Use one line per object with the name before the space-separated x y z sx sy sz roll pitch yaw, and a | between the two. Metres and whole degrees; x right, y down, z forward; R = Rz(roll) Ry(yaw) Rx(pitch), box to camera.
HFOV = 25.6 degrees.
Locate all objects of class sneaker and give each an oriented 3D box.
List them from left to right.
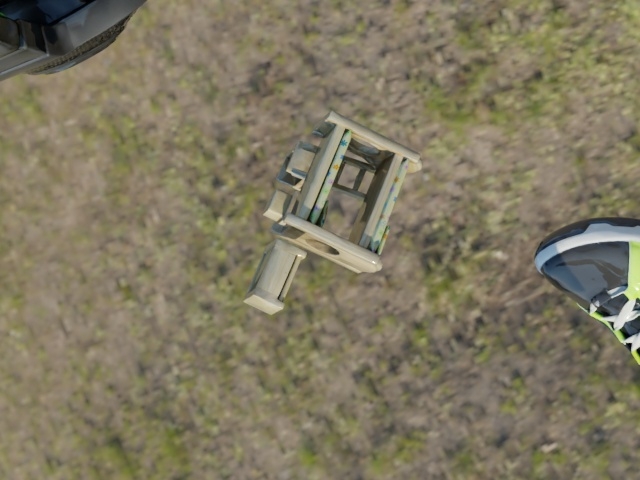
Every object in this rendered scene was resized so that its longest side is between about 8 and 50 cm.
sneaker | 0.252 0.067 0.969 0.234 0.097 0.084 26 146 -9

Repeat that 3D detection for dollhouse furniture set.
dollhouse furniture set | 0.000 0.000 1.293 0.101 0.182 0.161 25 165 -10

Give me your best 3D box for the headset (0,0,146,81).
headset | -0.193 -0.193 0.780 0.185 0.394 0.243 -18 85 19
